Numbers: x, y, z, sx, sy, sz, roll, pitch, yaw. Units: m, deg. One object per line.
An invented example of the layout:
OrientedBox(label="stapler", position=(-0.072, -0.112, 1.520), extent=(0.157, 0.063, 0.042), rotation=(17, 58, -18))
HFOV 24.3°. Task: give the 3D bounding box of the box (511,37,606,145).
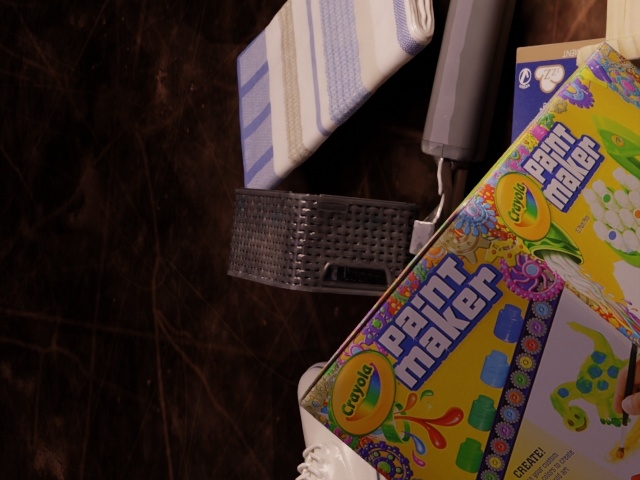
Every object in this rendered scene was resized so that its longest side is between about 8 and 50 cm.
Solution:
OrientedBox(label="box", position=(0.208, -0.045, 1.173), extent=(0.136, 0.036, 0.225), rotation=(1, 89, 52))

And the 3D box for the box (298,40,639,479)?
OrientedBox(label="box", position=(0.191, 0.066, 0.894), extent=(0.279, 0.290, 0.177), rotation=(41, 125, 4))

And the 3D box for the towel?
OrientedBox(label="towel", position=(0.008, -0.182, 1.401), extent=(0.285, 0.034, 0.209), rotation=(-43, 39, 40))

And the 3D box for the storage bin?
OrientedBox(label="storage bin", position=(0.000, 0.000, 1.330), extent=(0.180, 0.122, 0.084), rotation=(-173, 88, -68))

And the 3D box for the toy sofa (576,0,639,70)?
OrientedBox(label="toy sofa", position=(0.290, -0.285, 1.003), extent=(0.177, 0.150, 0.362), rotation=(-1, 86, 53))

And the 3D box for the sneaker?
OrientedBox(label="sneaker", position=(0.015, 0.230, 1.339), extent=(0.094, 0.091, 0.258), rotation=(-38, 58, 43))

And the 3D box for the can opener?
OrientedBox(label="can opener", position=(0.139, -0.086, 1.254), extent=(0.095, 0.076, 0.283), rotation=(13, 98, 19))
